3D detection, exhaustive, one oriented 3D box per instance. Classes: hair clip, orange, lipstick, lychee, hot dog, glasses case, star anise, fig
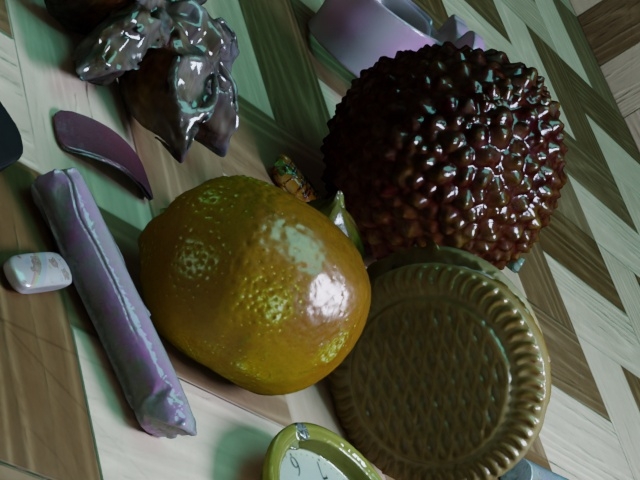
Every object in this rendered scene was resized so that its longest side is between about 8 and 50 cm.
[{"bbox_3d":[-0.203,-0.083,1.630,0.137,0.022,0.054,34,28,-47],"label":"hair clip"},{"bbox_3d":[-0.048,0.050,1.579,0.158,0.179,0.237,19,-17,44],"label":"orange"},{"bbox_3d":[0.281,0.311,2.126,0.158,0.048,0.048,30,34,-51],"label":"lipstick"},{"bbox_3d":[0.146,-0.092,2.028,0.306,0.306,0.330,61,8,8],"label":"lychee"},{"bbox_3d":[-0.015,-0.050,1.985,0.122,0.037,0.049,54,18,-14],"label":"hot dog"},{"bbox_3d":[-0.234,0.027,1.405,0.032,0.021,0.083,60,21,11],"label":"glasses case"},{"bbox_3d":[-0.179,-0.227,1.753,0.332,0.117,0.332,52,21,-30],"label":"star anise"},{"bbox_3d":[0.000,0.000,1.787,0.103,0.155,0.109,31,37,6],"label":"fig"}]

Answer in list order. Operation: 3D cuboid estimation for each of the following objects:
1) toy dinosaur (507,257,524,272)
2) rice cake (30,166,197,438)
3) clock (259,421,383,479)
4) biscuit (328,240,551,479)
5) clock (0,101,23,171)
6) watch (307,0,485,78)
[{"bbox_3d":[0.240,0.037,2.372,0.129,0.076,0.383,40,6,23],"label":"toy dinosaur"},{"bbox_3d":[-0.178,0.053,1.455,0.055,0.049,0.270,6,55,-64],"label":"rice cake"},{"bbox_3d":[0.011,0.280,1.555,0.237,0.057,0.237,44,26,-29],"label":"clock"},{"bbox_3d":[0.120,0.130,1.746,0.259,0.259,0.079,61,27,9],"label":"biscuit"},{"bbox_3d":[-0.361,-0.153,1.337,0.273,0.049,0.279,57,21,-5],"label":"clock"},{"bbox_3d":[0.092,-0.262,2.363,0.217,0.211,0.248,32,20,-16],"label":"watch"}]
